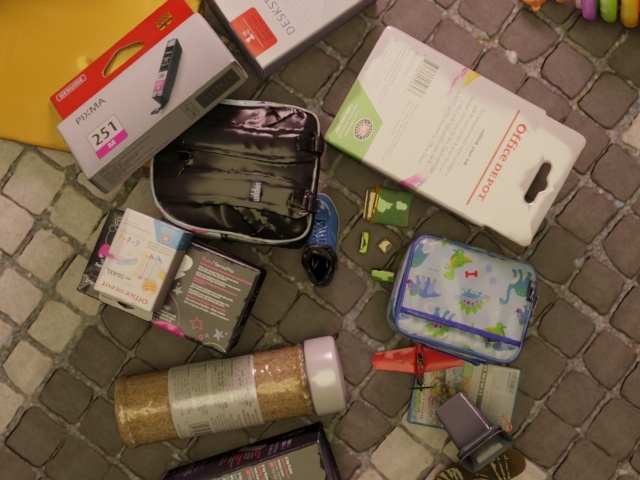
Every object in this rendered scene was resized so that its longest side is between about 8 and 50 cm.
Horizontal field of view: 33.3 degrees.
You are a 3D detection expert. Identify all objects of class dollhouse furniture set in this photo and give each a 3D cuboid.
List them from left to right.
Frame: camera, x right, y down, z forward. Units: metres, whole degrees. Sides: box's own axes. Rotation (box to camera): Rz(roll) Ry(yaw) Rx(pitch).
[{"bbox_3d":[0.102,-0.012,1.708,0.076,0.058,0.152,8,92,1],"label":"dollhouse furniture set"}]

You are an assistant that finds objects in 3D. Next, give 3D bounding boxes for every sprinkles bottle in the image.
[{"bbox_3d":[-0.141,0.240,1.690,0.355,0.121,0.121,-11,92,2],"label":"sprinkles bottle"}]

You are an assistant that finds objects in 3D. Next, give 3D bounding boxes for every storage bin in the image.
[{"bbox_3d":[0.238,0.289,1.661,0.098,0.135,0.091,-38,64,3],"label":"storage bin"}]

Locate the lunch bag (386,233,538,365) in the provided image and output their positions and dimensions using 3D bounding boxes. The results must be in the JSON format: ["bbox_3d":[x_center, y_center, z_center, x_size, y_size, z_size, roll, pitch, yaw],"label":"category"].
[{"bbox_3d":[0.223,0.097,1.677,0.219,0.090,0.176,18,83,-5],"label":"lunch bag"}]

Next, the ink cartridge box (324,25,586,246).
[{"bbox_3d":[0.207,-0.156,1.670,0.353,0.119,0.207,30,91,1],"label":"ink cartridge box"}]

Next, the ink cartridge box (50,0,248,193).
[{"bbox_3d":[-0.276,-0.239,1.602,0.275,0.060,0.239,-39,58,3],"label":"ink cartridge box"}]

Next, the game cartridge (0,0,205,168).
[{"bbox_3d":[-0.369,-0.278,1.719,0.323,0.052,0.285,12,92,3],"label":"game cartridge"}]

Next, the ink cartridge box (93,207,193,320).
[{"bbox_3d":[-0.257,0.037,1.539,0.092,0.090,0.143,22,89,1],"label":"ink cartridge box"}]

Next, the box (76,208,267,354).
[{"bbox_3d":[-0.223,0.060,1.666,0.247,0.163,0.142,24,90,1],"label":"box"}]

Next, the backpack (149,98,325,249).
[{"bbox_3d":[-0.132,-0.103,1.642,0.253,0.191,0.225,6,84,-6],"label":"backpack"}]

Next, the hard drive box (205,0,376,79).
[{"bbox_3d":[-0.048,-0.393,1.669,0.232,0.089,0.181,-36,91,-5],"label":"hard drive box"}]

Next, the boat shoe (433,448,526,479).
[{"bbox_3d":[0.255,0.375,1.729,0.153,0.048,0.056,-19,76,-5],"label":"boat shoe"}]

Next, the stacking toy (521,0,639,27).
[{"bbox_3d":[0.455,-0.397,1.659,0.301,0.166,0.175,3,96,16],"label":"stacking toy"}]

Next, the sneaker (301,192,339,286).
[{"bbox_3d":[0.001,0.000,1.697,0.058,0.084,0.152,3,92,1],"label":"sneaker"}]

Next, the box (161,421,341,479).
[{"bbox_3d":[-0.105,0.402,1.672,0.270,0.165,0.143,-19,91,2],"label":"box"}]

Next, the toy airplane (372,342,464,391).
[{"bbox_3d":[0.159,0.166,1.715,0.151,0.028,0.151,0,81,-2],"label":"toy airplane"}]

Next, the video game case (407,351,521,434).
[{"bbox_3d":[0.233,0.252,1.735,0.166,0.015,0.119,10,93,1],"label":"video game case"}]
